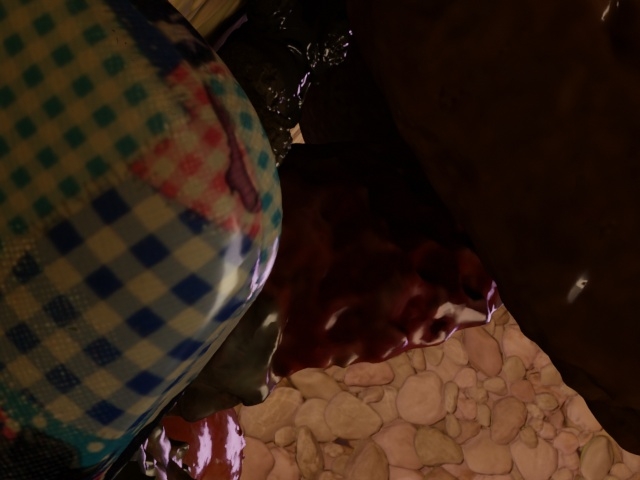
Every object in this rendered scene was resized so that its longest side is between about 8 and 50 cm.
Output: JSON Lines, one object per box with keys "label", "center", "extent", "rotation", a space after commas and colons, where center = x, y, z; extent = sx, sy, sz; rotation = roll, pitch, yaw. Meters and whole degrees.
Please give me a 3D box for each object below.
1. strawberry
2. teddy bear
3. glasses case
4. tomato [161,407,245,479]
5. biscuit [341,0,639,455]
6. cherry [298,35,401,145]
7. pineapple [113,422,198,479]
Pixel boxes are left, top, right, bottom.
{"label": "strawberry", "center": [0.000, 0.000, 1.178], "extent": [0.336, 0.149, 0.265], "rotation": [-20, -178, -42]}
{"label": "teddy bear", "center": [-0.033, -0.086, 1.013], "extent": [0.119, 0.078, 0.160], "rotation": [92, 16, -52]}
{"label": "glasses case", "center": [-0.122, 0.045, 0.529], "extent": [0.327, 0.125, 0.076], "rotation": [-50, 173, 39]}
{"label": "tomato", "center": [-0.166, 0.172, 1.420], "extent": [0.208, 0.184, 0.208], "rotation": [-49, 150, -43]}
{"label": "biscuit", "center": [0.152, -0.069, 1.026], "extent": [0.166, 0.343, 0.395], "rotation": [-29, -173, 11]}
{"label": "cherry", "center": [0.051, -0.110, 1.328], "extent": [0.176, 0.140, 0.176], "rotation": [4, 90, -78]}
{"label": "pineapple", "center": [-0.127, 0.115, 0.784], "extent": [0.202, 0.202, 0.362], "rotation": [-48, 178, -25]}
